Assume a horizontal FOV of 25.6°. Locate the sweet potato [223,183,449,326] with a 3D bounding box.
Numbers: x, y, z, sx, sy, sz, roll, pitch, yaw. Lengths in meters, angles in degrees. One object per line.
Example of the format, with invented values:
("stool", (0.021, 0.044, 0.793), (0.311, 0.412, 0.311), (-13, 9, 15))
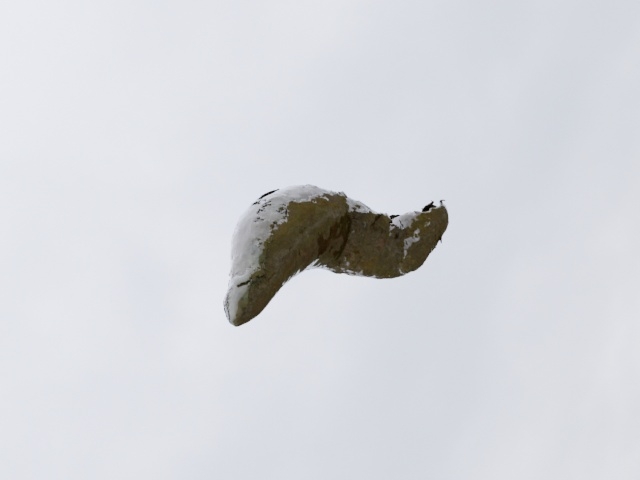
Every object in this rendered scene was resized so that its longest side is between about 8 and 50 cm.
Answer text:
("sweet potato", (-0.001, -0.002, 1.365), (0.310, 0.124, 0.098), (-13, -47, -44))
